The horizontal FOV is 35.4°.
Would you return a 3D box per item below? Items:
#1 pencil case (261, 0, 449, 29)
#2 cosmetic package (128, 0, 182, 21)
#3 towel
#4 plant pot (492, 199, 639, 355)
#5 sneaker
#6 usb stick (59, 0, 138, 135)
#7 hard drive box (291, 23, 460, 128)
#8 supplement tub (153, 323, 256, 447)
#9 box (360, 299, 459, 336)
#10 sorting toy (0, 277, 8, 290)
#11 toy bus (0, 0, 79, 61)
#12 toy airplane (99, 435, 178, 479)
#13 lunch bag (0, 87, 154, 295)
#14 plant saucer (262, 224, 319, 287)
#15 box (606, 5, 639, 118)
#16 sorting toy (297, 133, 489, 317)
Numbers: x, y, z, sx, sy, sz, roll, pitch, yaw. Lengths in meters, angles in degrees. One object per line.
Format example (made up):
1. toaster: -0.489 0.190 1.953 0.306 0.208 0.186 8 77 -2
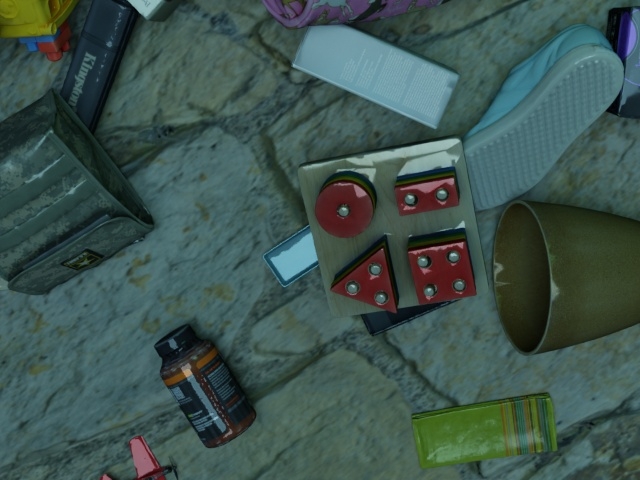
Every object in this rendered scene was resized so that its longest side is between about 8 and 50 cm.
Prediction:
1. pencil case: 0.097 -0.409 1.416 0.386 0.167 0.160 -17 62 -30
2. cosmetic package: -0.205 -0.491 1.522 0.153 0.129 0.296 42 101 -6
3. towel: 0.278 0.325 1.694 0.237 0.021 0.102 -10 99 6
4. plant pot: 0.425 0.049 1.547 0.254 0.237 0.237 -4 101 -11
5. sneaker: 0.312 -0.187 1.556 0.135 0.150 0.366 35 123 -25
6. usb stick: -0.367 -0.265 1.602 0.077 0.045 0.278 26 110 1
7. hard drive box: 0.086 -0.261 1.518 0.232 0.181 0.089 24 103 0
8. supplement tub: -0.197 0.239 1.670 0.106 0.106 0.198 -29 97 9
9. box: 0.115 0.024 1.622 0.175 0.051 0.220 -23 105 8
10. sorting toy: -0.625 0.002 1.692 0.208 0.038 0.193 -7 100 6
11. toy bus: -0.434 -0.396 1.546 0.149 0.220 0.211 -1 132 16
12. toy airplane: -0.321 0.420 1.752 0.151 0.028 0.151 1 99 5
13. lunch bag: -0.429 -0.048 1.587 0.235 0.169 0.287 -30 128 8
14. plant saucer: 0.000 0.000 1.656 0.192 0.018 0.067 -33 97 8
15. box: 0.572 -0.261 1.499 0.270 0.143 0.165 5 102 3
16. sorting toy: 0.110 -0.006 1.526 0.255 0.089 0.257 -10 109 11
